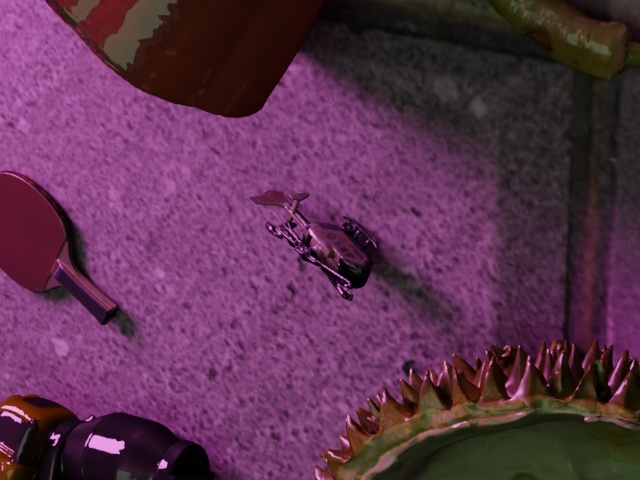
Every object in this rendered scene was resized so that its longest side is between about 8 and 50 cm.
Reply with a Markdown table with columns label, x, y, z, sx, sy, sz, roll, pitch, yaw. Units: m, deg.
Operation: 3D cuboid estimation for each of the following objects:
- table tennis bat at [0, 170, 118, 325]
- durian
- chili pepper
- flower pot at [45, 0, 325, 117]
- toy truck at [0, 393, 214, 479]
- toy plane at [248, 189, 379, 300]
| label | x | y | z | sx | sy | sz | roll | pitch | yaw |
| --- | --- | --- | --- | --- | --- | --- | --- | --- | --- |
| table tennis bat | -0.222 | 0.009 | 1.486 | 0.158 | 0.014 | 0.095 | 43 | 128 | 17 |
| durian | 0.143 | 0.159 | 1.150 | 0.394 | 0.163 | 0.198 | -9 | 83 | 34 |
| chili pepper | 0.117 | -0.164 | 1.129 | 0.208 | 0.043 | 0.049 | 46 | 143 | 12 |
| flower pot | -0.063 | -0.203 | 1.171 | 0.190 | 0.190 | 0.173 | 45 | 117 | 12 |
| toy truck | -0.196 | 0.199 | 1.486 | 0.224 | 0.147 | 0.165 | 27 | 101 | 29 |
| toy plane | 0.000 | 0.000 | 1.290 | 0.120 | 0.049 | 0.031 | 45 | 132 | 34 |
